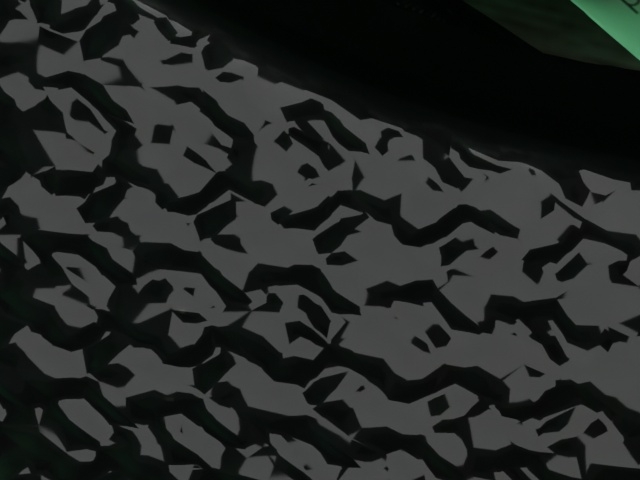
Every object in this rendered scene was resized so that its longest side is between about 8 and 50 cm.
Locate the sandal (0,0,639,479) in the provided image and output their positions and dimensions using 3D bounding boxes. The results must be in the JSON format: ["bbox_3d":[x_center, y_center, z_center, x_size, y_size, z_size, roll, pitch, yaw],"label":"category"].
[{"bbox_3d":[0.001,0.002,0.412,0.446,0.107,0.167,18,118,5],"label":"sandal"}]

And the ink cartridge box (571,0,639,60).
[{"bbox_3d":[0.165,-0.064,0.401,0.203,0.086,0.148,39,135,-11],"label":"ink cartridge box"}]
